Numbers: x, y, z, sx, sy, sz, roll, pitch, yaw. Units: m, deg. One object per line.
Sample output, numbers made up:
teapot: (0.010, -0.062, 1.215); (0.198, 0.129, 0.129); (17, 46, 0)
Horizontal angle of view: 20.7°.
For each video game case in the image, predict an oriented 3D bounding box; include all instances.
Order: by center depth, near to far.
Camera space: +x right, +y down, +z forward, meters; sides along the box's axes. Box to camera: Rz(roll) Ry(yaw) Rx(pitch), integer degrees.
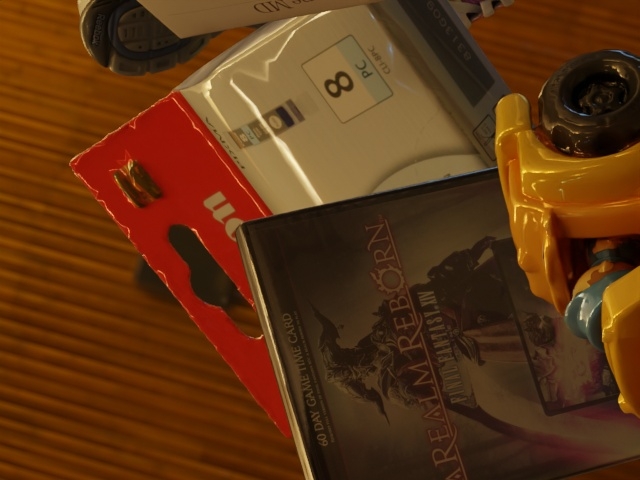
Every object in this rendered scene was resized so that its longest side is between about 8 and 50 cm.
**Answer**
video game case: (0.104, 0.054, 1.058); (0.026, 0.274, 0.196); (129, 127, -67)

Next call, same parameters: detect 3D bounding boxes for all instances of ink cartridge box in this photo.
ink cartridge box: (0.000, 0.000, 1.301); (0.385, 0.308, 0.091); (-28, 15, 38)

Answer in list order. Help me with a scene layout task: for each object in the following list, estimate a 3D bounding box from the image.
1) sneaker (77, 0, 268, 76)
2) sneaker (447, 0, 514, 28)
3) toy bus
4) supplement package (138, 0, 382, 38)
sneaker: (-0.073, -0.229, 1.520); (0.129, 0.297, 0.111); (-124, 30, -55)
sneaker: (0.132, -0.214, 1.369); (0.102, 0.161, 0.282); (23, -73, -42)
toy bus: (0.194, 0.021, 0.847); (0.149, 0.220, 0.211); (66, -154, -46)
supplement package: (-0.079, -0.267, 0.949); (0.293, 0.177, 0.175); (39, -123, -43)
